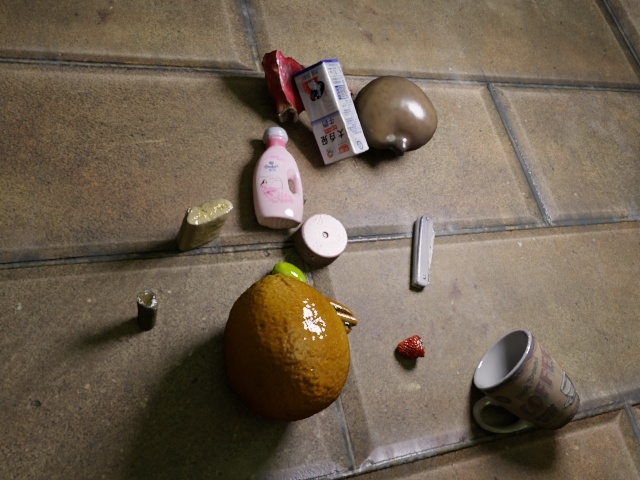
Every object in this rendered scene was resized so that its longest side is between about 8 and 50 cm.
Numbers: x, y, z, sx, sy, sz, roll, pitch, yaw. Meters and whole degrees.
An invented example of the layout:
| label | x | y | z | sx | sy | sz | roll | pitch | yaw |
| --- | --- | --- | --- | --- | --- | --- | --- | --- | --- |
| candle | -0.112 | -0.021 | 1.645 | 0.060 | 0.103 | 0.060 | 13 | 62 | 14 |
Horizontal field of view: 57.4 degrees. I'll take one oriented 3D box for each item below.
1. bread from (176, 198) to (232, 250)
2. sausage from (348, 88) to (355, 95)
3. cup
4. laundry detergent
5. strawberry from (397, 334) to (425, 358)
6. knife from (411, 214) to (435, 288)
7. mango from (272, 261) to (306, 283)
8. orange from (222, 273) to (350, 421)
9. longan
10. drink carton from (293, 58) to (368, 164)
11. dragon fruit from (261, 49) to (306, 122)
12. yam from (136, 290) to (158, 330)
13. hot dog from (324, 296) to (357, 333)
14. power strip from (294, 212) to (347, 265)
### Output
| label | x | y | z | sx | sy | sz | roll | pitch | yaw |
| --- | --- | --- | --- | --- | --- | --- | --- | --- | --- |
| bread | -0.324 | -0.043 | 1.610 | 0.139 | 0.178 | 0.060 | -25 | 76 | -32 |
| sausage | 0.032 | -0.558 | 2.109 | 0.198 | 0.025 | 0.028 | 16 | 27 | -14 |
| cup | 0.592 | 0.453 | 1.708 | 0.257 | 0.227 | 0.301 | 42 | 86 | -1 |
| laundry detergent | -0.134 | -0.200 | 1.819 | 0.159 | 0.088 | 0.335 | 8 | 61 | -23 |
| strawberry | 0.268 | 0.317 | 1.728 | 0.083 | 0.073 | 0.073 | -14 | 65 | 12 |
| knife | 0.337 | 0.035 | 1.909 | 0.073 | 0.040 | 0.266 | 25 | 57 | -21 |
| mango | -0.089 | 0.102 | 1.694 | 0.108 | 0.056 | 0.073 | 34 | 30 | -1 |
| orange | -0.088 | 0.261 | 1.458 | 0.322 | 0.322 | 0.357 | -2 | 59 | -22 |
| longan | 0.251 | -0.415 | 1.992 | 0.300 | 0.243 | 0.300 | 1 | 65 | -2 |
| drink carton | 0.034 | -0.415 | 1.897 | 0.106 | 0.130 | 0.315 | -27 | 100 | -53 |
| dragon fruit | -0.117 | -0.494 | 1.953 | 0.262 | 0.134 | 0.211 | 22 | 67 | -52 |
| yam | -0.438 | 0.177 | 1.480 | 0.054 | 0.132 | 0.054 | 9 | 53 | -12 |
| hot dog | -0.014 | 0.200 | 1.669 | 0.249 | 0.068 | 0.100 | 20 | 59 | -10 |
| power strip | 0.000 | 0.000 | 1.772 | 0.154 | 0.078 | 0.154 | 9 | 64 | -19 |
